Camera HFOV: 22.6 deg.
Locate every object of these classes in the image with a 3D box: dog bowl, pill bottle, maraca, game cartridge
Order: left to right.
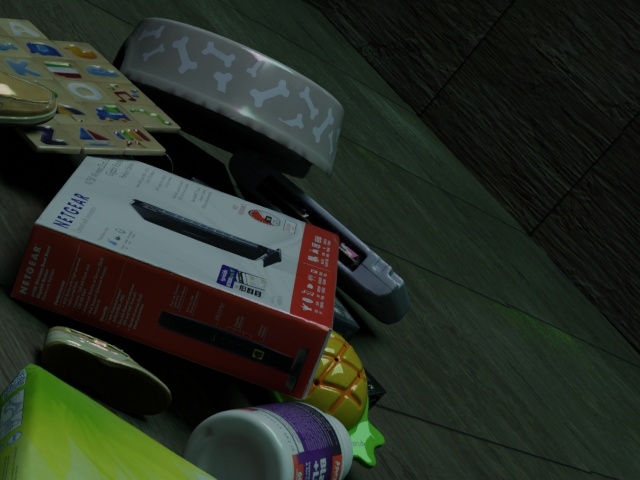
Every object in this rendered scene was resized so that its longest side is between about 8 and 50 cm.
[{"bbox_3d":[-0.124,-0.194,2.184,0.349,0.102,0.349,23,-5,2],"label":"dog bowl"},{"bbox_3d":[-0.041,0.206,1.493,0.108,0.108,0.193,45,15,18],"label":"pill bottle"},{"bbox_3d":[0.000,0.000,2.223,0.294,0.060,0.196,41,-3,17],"label":"game cartridge"},{"bbox_3d":[0.003,0.170,1.749,0.127,0.099,0.185,-9,63,-36],"label":"maraca"}]

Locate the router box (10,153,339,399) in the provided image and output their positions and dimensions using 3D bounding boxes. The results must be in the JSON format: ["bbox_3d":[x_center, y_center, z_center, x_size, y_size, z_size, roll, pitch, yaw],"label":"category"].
[{"bbox_3d":[-0.136,0.025,1.667,0.301,0.082,0.335,20,16,-4],"label":"router box"}]

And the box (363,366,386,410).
[{"bbox_3d":[0.028,0.180,1.850,0.052,0.062,0.083,46,15,16],"label":"box"}]

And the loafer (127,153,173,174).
[{"bbox_3d":[-0.211,-0.077,1.975,0.076,0.078,0.223,40,14,-7],"label":"loafer"}]

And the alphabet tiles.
[{"bbox_3d":[-0.338,-0.187,1.874,0.285,0.011,0.342,-2,33,-42],"label":"alphabet tiles"}]

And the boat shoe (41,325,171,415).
[{"bbox_3d":[-0.196,0.117,1.477,0.135,0.050,0.045,33,21,-29],"label":"boat shoe"}]

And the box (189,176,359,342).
[{"bbox_3d":[-0.073,0.034,2.036,0.183,0.059,0.232,28,18,-51],"label":"box"}]

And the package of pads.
[{"bbox_3d":[-0.125,0.244,1.172,0.296,0.101,0.229,35,14,-18],"label":"package of pads"}]

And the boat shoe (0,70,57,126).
[{"bbox_3d":[-0.372,-0.170,1.703,0.190,0.072,0.068,6,30,-19],"label":"boat shoe"}]

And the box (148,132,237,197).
[{"bbox_3d":[-0.194,-0.115,2.246,0.162,0.029,0.116,35,15,-28],"label":"box"}]
